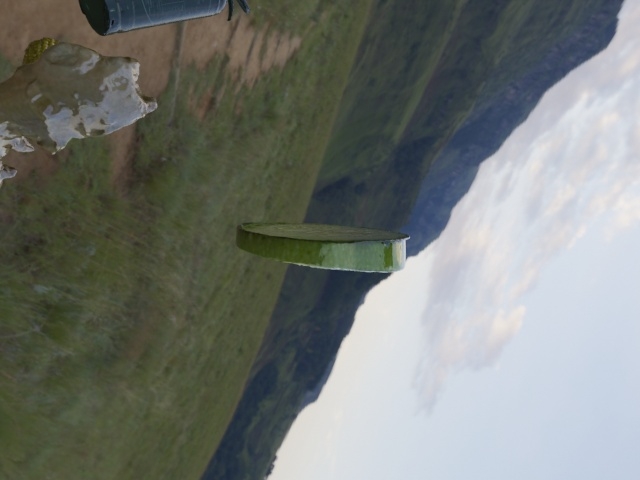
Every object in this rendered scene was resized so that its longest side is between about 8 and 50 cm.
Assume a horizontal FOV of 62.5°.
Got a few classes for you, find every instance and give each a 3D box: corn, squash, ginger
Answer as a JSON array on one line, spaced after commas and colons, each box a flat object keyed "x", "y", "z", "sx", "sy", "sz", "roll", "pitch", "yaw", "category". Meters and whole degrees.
[{"x": -0.597, "y": -0.336, "z": 1.126, "sx": 0.091, "sy": 0.091, "sz": 0.260, "roll": -37, "pitch": -134, "yaw": 35, "category": "corn"}, {"x": 0.000, "y": 0.005, "z": 0.672, "sx": 0.219, "sy": 0.219, "sz": 0.041, "roll": -48, "pitch": 142, "yaw": -82, "category": "squash"}, {"x": -0.202, "y": -0.086, "z": 0.375, "sx": 0.069, "sy": 0.173, "sz": 0.051, "roll": 53, "pitch": 22, "yaw": -46, "category": "ginger"}]

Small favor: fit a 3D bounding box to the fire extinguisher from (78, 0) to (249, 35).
[{"x": -0.263, "y": -0.438, "z": 0.953, "sx": 0.311, "sy": 0.095, "sz": 0.114, "roll": -32, "pitch": 119, "yaw": -35, "category": "fire extinguisher"}]
